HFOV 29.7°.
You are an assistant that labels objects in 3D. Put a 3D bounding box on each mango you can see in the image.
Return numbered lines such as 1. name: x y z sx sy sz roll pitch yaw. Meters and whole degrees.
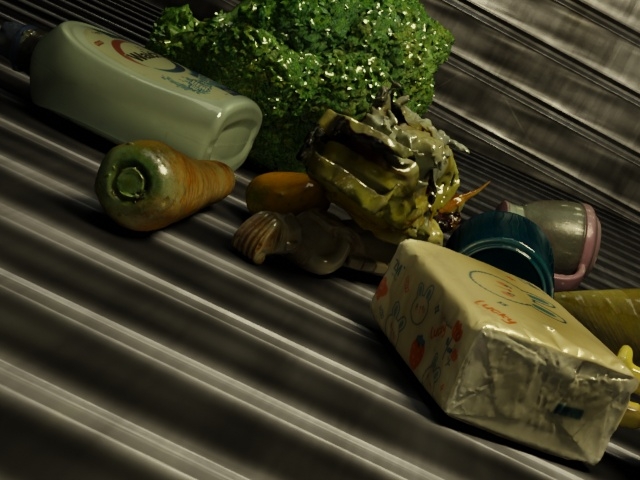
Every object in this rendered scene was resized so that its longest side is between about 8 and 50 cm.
1. mango: -0.031 -0.043 1.210 0.079 0.057 0.114 2 -3 -24

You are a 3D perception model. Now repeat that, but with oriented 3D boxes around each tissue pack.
1. tissue pack: 0.138 0.081 0.957 0.148 0.092 0.196 20 12 -21

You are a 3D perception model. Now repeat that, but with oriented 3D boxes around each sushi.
1. sushi: 0.078 -0.067 1.154 0.139 0.131 0.291 35 6 12

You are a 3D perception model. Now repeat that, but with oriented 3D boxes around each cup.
1. cup: 0.188 0.044 1.179 0.150 0.113 0.138 24 13 4

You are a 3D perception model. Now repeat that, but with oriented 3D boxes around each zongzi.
1. zongzi: 0.372 0.119 1.244 0.256 0.115 0.228 13 19 -21

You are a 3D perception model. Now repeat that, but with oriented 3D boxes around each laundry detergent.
1. laundry detergent: -0.216 -0.162 1.307 0.280 0.105 0.215 25 12 9

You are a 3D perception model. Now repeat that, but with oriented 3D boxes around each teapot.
1. teapot: 0.296 0.010 1.639 0.146 0.148 0.116 12 -23 -6

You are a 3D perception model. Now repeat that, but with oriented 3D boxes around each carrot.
1. carrot: -0.122 -0.050 1.091 0.078 0.078 0.298 26 8 9

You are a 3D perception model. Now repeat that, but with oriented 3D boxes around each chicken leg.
1. chicken leg: 0.109 -0.065 1.671 0.106 0.051 0.253 26 9 -23

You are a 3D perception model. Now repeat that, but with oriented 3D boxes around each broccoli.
1. broccoli: -0.011 -0.226 1.518 0.413 0.310 0.321 -1 32 -18

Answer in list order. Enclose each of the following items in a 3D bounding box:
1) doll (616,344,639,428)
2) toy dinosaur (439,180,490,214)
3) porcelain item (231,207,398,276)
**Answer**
1. doll: 0.353 0.172 0.926 0.293 0.138 0.119 26 47 14
2. toy dinosaur: 0.202 -0.053 1.760 0.113 0.041 0.026 -23 53 -19
3. porcelain item: 0.000 0.000 1.140 0.084 0.054 0.213 32 15 34
